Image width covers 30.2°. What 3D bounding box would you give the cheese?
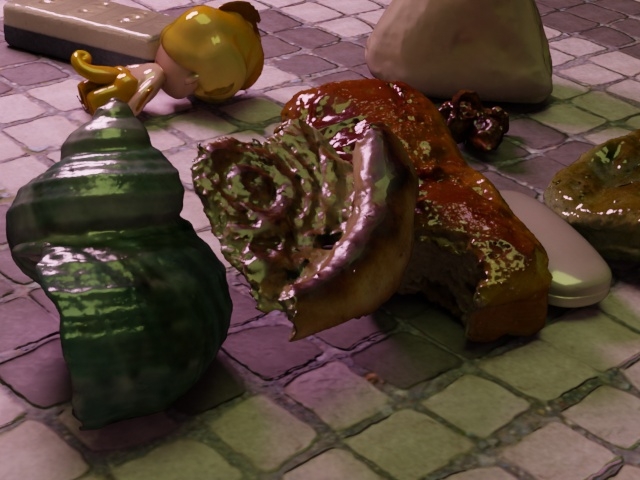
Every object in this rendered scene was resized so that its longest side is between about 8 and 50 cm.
[{"bbox_3d":[0.176,-0.306,1.593,0.247,0.251,0.174,-6,26,13],"label":"cheese"}]

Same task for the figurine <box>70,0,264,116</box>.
[{"bbox_3d":[-0.179,-0.218,1.477,0.246,0.131,0.156,-25,41,-21],"label":"figurine"}]

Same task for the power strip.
[{"bbox_3d":[-0.300,-0.284,1.617,0.256,0.070,0.105,18,32,19],"label":"power strip"}]

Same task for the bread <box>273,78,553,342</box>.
[{"bbox_3d":[0.080,-0.039,1.179,0.185,0.109,0.380,-4,37,-20],"label":"bread"}]

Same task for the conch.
[{"bbox_3d":[-0.169,0.019,0.973,0.195,0.277,0.220,-3,-13,19],"label":"conch"}]

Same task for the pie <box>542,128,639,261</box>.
[{"bbox_3d":[0.373,-0.056,1.245,0.277,0.079,0.277,-14,21,5],"label":"pie"}]

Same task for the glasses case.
[{"bbox_3d":[0.215,0.005,1.193,0.081,0.051,0.204,-7,31,-18],"label":"glasses case"}]

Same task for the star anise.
[{"bbox_3d":[0.177,-0.144,1.430,0.097,0.070,0.191,22,19,8],"label":"star anise"}]

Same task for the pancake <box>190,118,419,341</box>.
[{"bbox_3d":[0.010,-0.024,1.033,0.212,0.056,0.257,-9,52,-26],"label":"pancake"}]
